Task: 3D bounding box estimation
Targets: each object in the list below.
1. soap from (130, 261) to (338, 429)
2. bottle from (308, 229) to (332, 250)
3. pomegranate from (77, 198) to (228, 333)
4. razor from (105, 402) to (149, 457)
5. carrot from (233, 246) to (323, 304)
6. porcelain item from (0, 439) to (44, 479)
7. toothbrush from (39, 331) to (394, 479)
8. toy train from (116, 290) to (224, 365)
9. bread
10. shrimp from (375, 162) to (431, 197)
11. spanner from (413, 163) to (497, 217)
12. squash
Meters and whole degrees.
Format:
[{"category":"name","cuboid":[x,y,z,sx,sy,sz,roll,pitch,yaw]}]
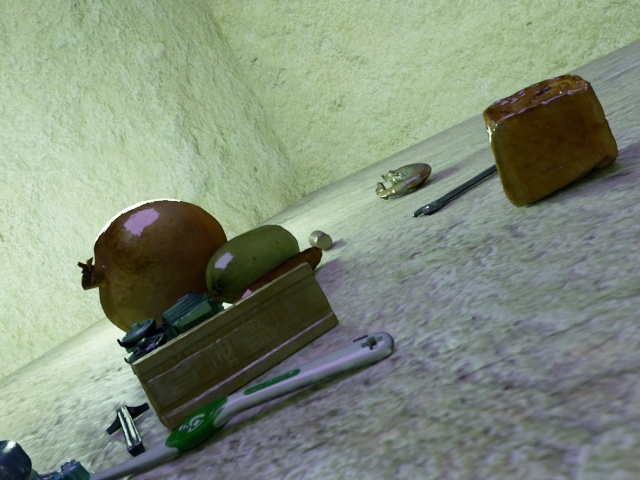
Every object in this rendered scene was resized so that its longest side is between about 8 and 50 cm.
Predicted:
[{"category":"soap","cuboid":[-0.103,0.128,0.715,0.251,0.092,0.037,-30,6,-16]},{"category":"bottle","cuboid":[0.000,0.000,1.368,0.045,0.045,0.096,-29,8,-7]},{"category":"pomegranate","cuboid":[-0.341,0.058,1.202,0.319,0.319,0.319,-28,8,4]},{"category":"razor","cuboid":[-0.244,0.237,0.726,0.066,0.033,0.190,-32,9,-21]},{"category":"carrot","cuboid":[-0.063,0.072,1.089,0.066,0.066,0.314,-24,5,29]},{"category":"porcelain item","cuboid":[-0.323,0.265,0.522,0.147,0.114,0.147,-29,7,4]},{"category":"toothbrush","cuboid":[-0.114,0.189,0.592,0.417,0.040,0.042,-24,24,6]},{"category":"toy train","cuboid":[-0.216,0.154,0.872,0.154,0.115,0.269,-36,9,-17]},{"category":"bread","cuboid":[0.323,-0.146,0.818,0.158,0.143,0.149,-24,15,27]},{"category":"shrimp","cuboid":[0.214,-0.155,1.599,0.145,0.059,0.254,-42,17,-22]},{"category":"spanner","cuboid":[0.314,-0.122,1.159,0.301,0.018,0.071,-31,8,-13]},{"category":"squash","cuboid":[-0.140,0.051,1.139,0.132,0.133,0.247,-25,4,22]}]
